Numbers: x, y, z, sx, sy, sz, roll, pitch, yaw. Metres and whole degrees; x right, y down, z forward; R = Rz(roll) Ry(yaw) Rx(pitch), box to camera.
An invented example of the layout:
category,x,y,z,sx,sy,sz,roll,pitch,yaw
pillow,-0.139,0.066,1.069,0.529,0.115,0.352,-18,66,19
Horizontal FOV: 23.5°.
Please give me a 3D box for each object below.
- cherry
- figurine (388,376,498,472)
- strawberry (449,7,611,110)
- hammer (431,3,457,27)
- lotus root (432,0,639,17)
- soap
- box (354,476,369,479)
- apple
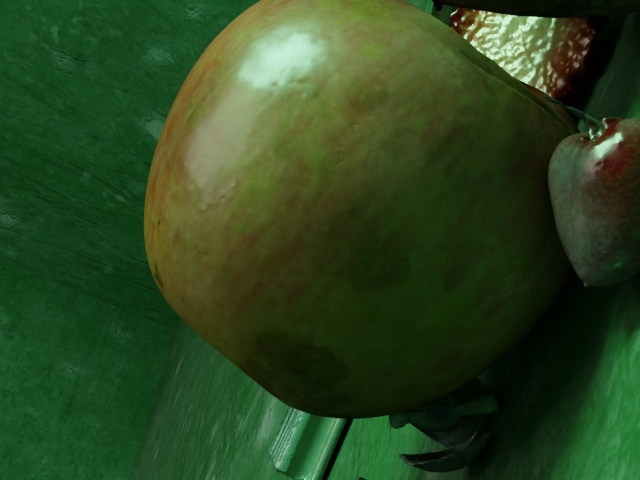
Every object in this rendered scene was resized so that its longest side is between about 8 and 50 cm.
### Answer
category,x,y,z,sx,sy,sz,roll,pitch,yaw
cherry,0.213,-0.035,1.119,0.106,0.087,0.126,30,118,53
figurine,0.108,0.155,1.316,0.086,0.094,0.082,-7,-100,-68
strawberry,0.181,-0.161,1.484,0.208,0.167,0.087,-57,-27,6
hammer,0.172,-0.305,2.062,0.168,0.044,0.440,-24,23,24
lotus root,0.227,-0.319,1.349,0.316,0.250,0.316,17,-90,-89
soap,0.005,0.190,1.856,0.114,0.063,0.198,-134,68,-82
box,0.019,0.345,1.232,0.225,0.117,0.225,124,166,-53
apple,0.034,-0.027,1.275,0.364,0.364,0.363,-157,90,-81
